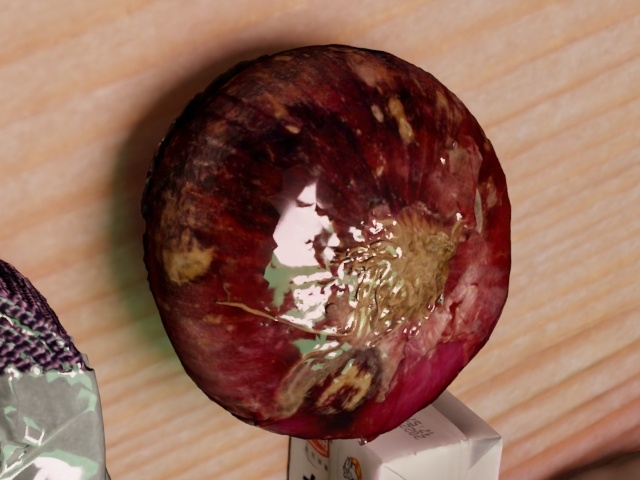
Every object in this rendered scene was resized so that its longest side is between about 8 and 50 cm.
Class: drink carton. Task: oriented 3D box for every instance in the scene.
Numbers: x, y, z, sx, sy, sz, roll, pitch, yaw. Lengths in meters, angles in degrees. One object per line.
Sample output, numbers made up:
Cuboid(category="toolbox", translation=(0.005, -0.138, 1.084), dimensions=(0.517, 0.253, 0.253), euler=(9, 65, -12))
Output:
Cuboid(category="drink carton", translation=(0.042, 0.253, 1.240), dimensions=(0.107, 0.130, 0.315), euler=(-11, 118, -29))

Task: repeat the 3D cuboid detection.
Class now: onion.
Cuboid(category="onion", translation=(0.000, 0.000, 1.060), dimensions=(0.246, 0.190, 0.246), euler=(-5, 98, -41))

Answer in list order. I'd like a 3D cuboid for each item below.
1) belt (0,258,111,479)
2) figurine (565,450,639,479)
Cuboid(category="belt", translation=(-0.255, 0.157, 1.021), dimensions=(0.260, 0.122, 0.325), euler=(14, 102, -28))
Cuboid(category="figurine", translation=(0.264, 0.314, 1.378), dimensions=(0.248, 0.203, 0.380), euler=(-22, 134, -14))
